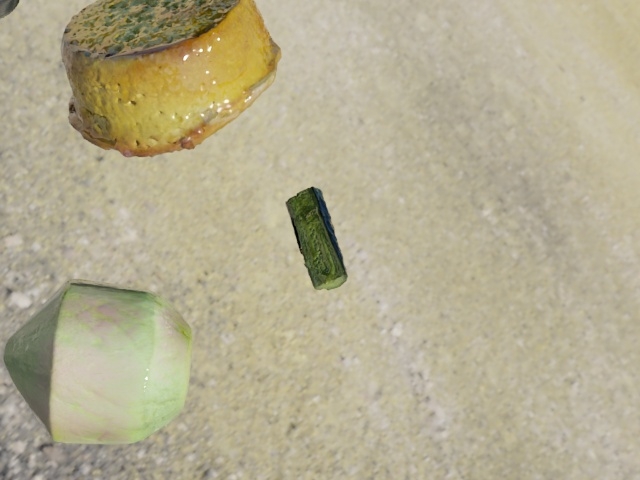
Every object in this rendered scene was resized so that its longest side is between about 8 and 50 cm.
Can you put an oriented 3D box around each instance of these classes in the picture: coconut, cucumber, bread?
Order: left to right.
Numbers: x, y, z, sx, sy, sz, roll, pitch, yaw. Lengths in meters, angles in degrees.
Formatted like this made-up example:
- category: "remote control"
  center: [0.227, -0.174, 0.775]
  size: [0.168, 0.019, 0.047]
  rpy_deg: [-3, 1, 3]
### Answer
- category: "coconut"
  center: [-0.279, 0.151, 1.345]
  size: [0.236, 0.204, 0.235]
  rpy_deg: [4, 61, -7]
- category: "bread"
  center: [-0.271, -0.315, 1.888]
  size: [0.398, 0.398, 0.215]
  rpy_deg: [-77, 158, -49]
- category: "cucumber"
  center: [0.000, 0.002, 2.049]
  size: [0.062, 0.078, 0.211]
  rpy_deg: [33, 32, -56]

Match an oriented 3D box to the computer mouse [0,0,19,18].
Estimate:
- category: "computer mouse"
  center: [-0.485, -0.438, 1.450]
  size: [0.168, 0.295, 0.087]
  rpy_deg: [-3, 14, -23]
